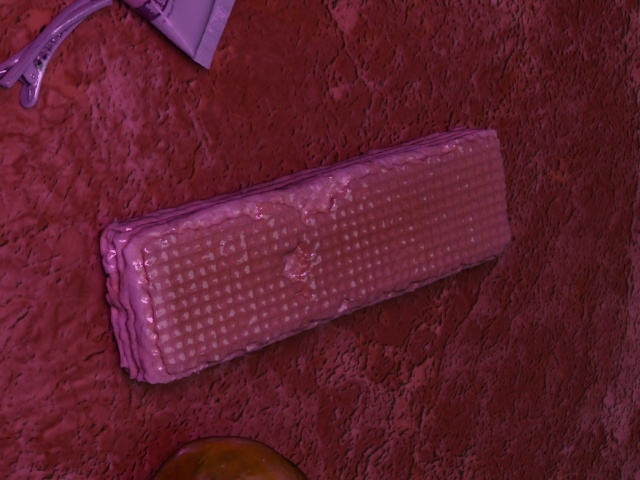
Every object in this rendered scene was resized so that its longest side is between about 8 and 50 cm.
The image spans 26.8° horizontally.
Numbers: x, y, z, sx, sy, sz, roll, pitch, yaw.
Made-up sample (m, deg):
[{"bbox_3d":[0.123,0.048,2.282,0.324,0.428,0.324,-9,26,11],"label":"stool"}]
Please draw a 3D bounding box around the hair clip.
[{"bbox_3d":[-0.209,-0.153,1.063,0.115,0.030,0.039,-48,143,-18],"label":"hair clip"}]

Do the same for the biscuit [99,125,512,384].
[{"bbox_3d":[0.000,0.000,1.222,0.426,0.078,0.144,-20,109,-35],"label":"biscuit"}]

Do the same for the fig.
[{"bbox_3d":[-0.060,0.273,1.177,0.233,0.167,0.167,42,72,-28],"label":"fig"}]

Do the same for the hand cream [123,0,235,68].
[{"bbox_3d":[-0.191,-0.251,1.046,0.331,0.058,0.085,35,62,-42],"label":"hand cream"}]
